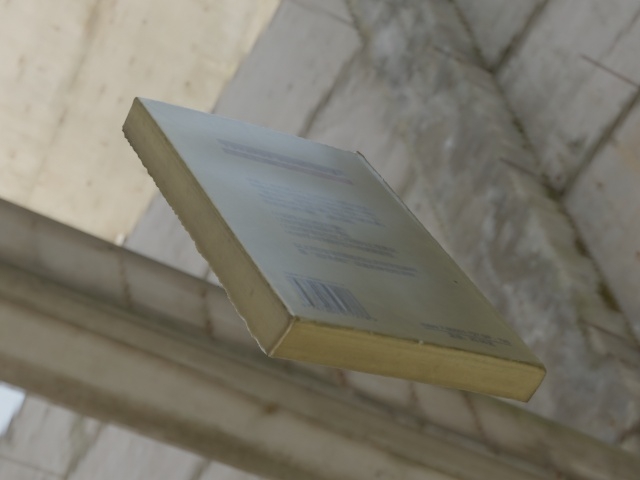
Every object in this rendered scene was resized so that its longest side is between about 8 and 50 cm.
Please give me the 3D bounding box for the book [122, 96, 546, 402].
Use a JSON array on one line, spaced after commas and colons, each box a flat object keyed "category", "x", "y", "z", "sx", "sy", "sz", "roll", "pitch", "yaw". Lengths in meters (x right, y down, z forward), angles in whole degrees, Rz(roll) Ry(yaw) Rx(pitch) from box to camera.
[{"category": "book", "x": 0.000, "y": 0.000, "z": 0.836, "sx": 0.026, "sy": 0.161, "sz": 0.231, "roll": -64, "pitch": -146, "yaw": 21}]
